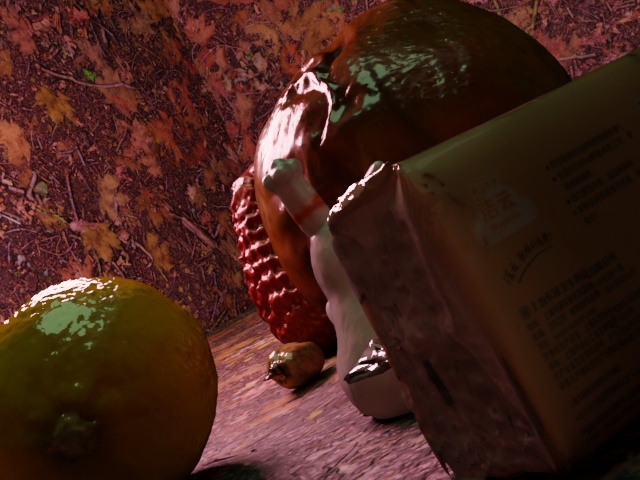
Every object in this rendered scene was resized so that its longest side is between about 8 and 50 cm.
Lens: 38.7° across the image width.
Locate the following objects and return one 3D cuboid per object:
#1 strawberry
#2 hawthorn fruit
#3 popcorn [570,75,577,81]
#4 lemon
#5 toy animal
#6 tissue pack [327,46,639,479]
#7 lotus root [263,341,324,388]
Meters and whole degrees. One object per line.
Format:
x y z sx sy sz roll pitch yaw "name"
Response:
0.000 0.000 1.551 0.312 0.351 0.267 -31 -6 -8 "strawberry"
0.125 -0.091 1.162 0.472 0.472 0.472 -25 1 1 "hawthorn fruit"
0.333 -0.149 1.570 0.321 0.326 0.290 -43 5 18 "popcorn"
-0.248 0.173 1.019 0.293 0.293 0.293 -25 1 1 "lemon"
0.052 0.038 0.924 0.140 0.282 0.138 -23 -13 12 "toy animal"
0.166 0.012 0.673 0.305 0.238 0.238 -27 2 -30 "tissue pack"
-0.036 0.178 1.304 0.072 0.063 0.152 5 9 27 "lotus root"
